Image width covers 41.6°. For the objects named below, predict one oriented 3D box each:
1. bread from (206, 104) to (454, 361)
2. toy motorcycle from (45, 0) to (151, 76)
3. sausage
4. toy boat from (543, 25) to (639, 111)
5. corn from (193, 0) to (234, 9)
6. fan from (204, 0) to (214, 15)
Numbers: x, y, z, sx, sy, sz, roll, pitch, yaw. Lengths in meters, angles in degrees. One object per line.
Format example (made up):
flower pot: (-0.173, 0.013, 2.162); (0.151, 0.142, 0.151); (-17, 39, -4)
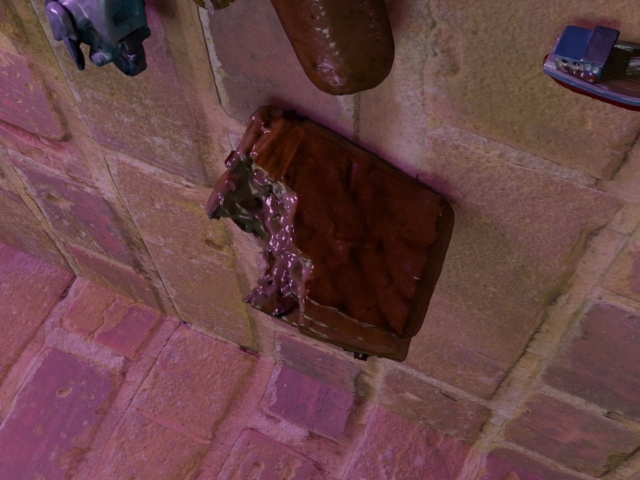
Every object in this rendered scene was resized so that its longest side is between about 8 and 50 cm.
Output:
bread: (0.000, 0.000, 1.319); (0.370, 0.314, 0.191); (24, 165, -4)
toy motorcycle: (-0.314, -0.348, 1.133); (0.206, 0.154, 0.260); (42, 156, 24)
sausage: (-0.033, -0.342, 0.850); (0.123, 0.136, 0.501); (-11, 141, 14)
toy boat: (0.320, -0.181, 0.889); (0.173, 0.069, 0.059); (24, 165, 19)
corn: (-0.139, -0.365, 0.978); (0.080, 0.080, 0.238); (20, 151, 16)
fan: (-0.179, -0.376, 0.871); (0.010, 0.182, 0.310); (-116, 2, -60)
